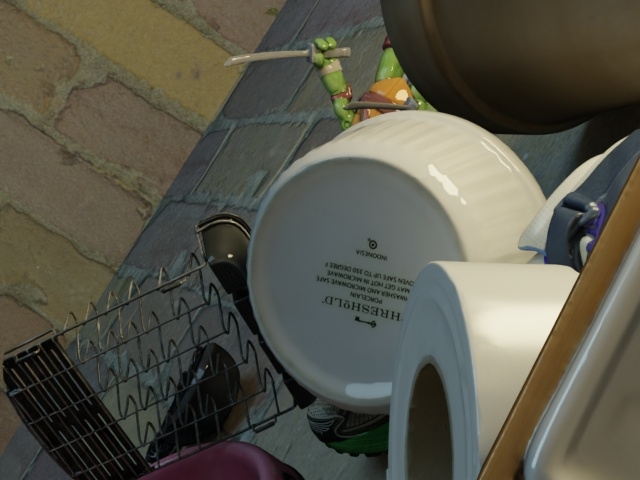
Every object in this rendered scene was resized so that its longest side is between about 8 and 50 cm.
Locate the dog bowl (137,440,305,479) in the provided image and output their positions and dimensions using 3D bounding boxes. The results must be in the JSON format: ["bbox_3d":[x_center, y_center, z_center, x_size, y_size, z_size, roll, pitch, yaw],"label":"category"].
[{"bbox_3d":[-0.144,0.348,1.344,0.408,0.150,0.408,-31,18,11],"label":"dog bowl"}]

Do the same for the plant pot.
[{"bbox_3d":[0.264,-0.247,1.348,0.280,0.323,0.323,13,70,55],"label":"plant pot"}]

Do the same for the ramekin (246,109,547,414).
[{"bbox_3d":[0.059,0.025,1.264,0.273,0.273,0.127,-49,-17,25],"label":"ramekin"}]

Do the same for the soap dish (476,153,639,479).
[{"bbox_3d":[0.240,0.076,0.867,0.291,0.229,0.118,-61,8,-15],"label":"soap dish"}]

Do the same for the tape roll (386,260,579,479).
[{"bbox_3d":[0.121,0.157,1.038,0.286,0.100,0.286,-179,90,-81],"label":"tape roll"}]

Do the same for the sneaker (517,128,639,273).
[{"bbox_3d":[0.231,0.043,1.089,0.236,0.130,0.323,-24,32,52],"label":"sneaker"}]

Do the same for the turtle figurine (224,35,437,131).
[{"bbox_3d":[0.084,-0.215,1.863,0.266,0.275,0.198,-52,28,-18],"label":"turtle figurine"}]

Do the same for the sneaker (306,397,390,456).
[{"bbox_3d":[0.092,0.078,1.418,0.343,0.146,0.134,-47,18,31],"label":"sneaker"}]

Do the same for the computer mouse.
[{"bbox_3d":[-0.160,0.218,2.030,0.188,0.072,0.272,-65,6,-20],"label":"computer mouse"}]

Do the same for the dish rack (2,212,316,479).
[{"bbox_3d":[-0.149,0.118,1.380,0.271,0.208,0.074,-25,28,8],"label":"dish rack"}]
